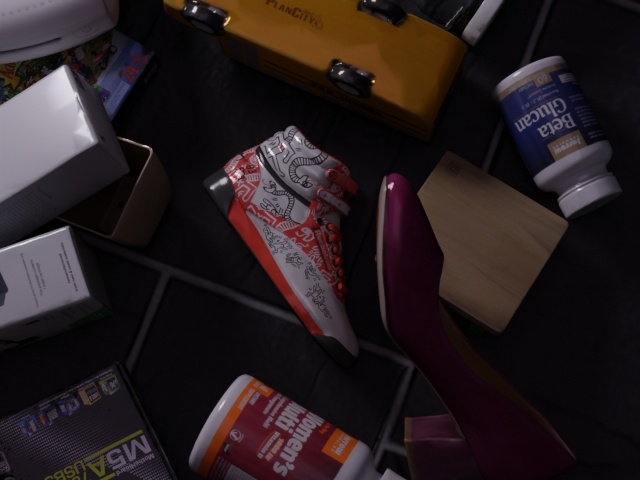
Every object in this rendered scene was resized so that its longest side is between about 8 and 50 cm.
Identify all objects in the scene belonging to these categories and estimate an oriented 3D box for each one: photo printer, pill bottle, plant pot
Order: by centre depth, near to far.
[{"bbox_3d":[-0.020,0.247,1.595,0.221,0.121,0.121,30,81,7],"label":"pill bottle"},{"bbox_3d":[-0.228,-0.051,1.661,0.109,0.096,0.109,19,80,28],"label":"plant pot"},{"bbox_3d":[0.269,-0.113,1.672,0.094,0.094,0.169,-26,80,-4],"label":"pill bottle"},{"bbox_3d":[-0.355,-0.343,1.692,0.256,0.107,0.307,-8,67,6],"label":"photo printer"}]

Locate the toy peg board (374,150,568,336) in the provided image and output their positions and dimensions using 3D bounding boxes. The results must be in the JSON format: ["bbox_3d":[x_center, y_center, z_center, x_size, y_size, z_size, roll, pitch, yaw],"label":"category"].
[{"bbox_3d":[0.164,0.014,1.670,0.161,0.079,0.160,32,66,7],"label":"toy peg board"}]

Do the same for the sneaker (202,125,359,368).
[{"bbox_3d":[-0.001,-0.001,1.659,0.145,0.090,0.270,-36,78,-3],"label":"sneaker"}]

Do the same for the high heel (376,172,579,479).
[{"bbox_3d":[0.161,0.094,1.561,0.181,0.127,0.377,-8,118,7],"label":"high heel"}]

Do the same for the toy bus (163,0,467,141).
[{"bbox_3d":[-0.005,-0.232,1.683,0.333,0.130,0.108,24,81,6],"label":"toy bus"}]

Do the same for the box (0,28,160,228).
[{"bbox_3d":[-0.314,-0.153,1.719,0.159,0.044,0.233,30,81,7],"label":"box"}]

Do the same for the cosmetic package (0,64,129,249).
[{"bbox_3d":[-0.333,-0.074,1.613,0.231,0.085,0.117,-29,62,9],"label":"cosmetic package"}]

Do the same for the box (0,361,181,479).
[{"bbox_3d":[-0.263,0.256,1.638,0.191,0.045,0.184,-26,78,-3],"label":"box"}]

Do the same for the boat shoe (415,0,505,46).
[{"bbox_3d":[0.220,-0.372,1.715,0.091,0.114,0.302,32,81,1],"label":"boat shoe"}]

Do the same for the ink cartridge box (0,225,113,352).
[{"bbox_3d":[-0.346,0.068,1.623,0.208,0.153,0.087,-19,80,-1],"label":"ink cartridge box"}]
